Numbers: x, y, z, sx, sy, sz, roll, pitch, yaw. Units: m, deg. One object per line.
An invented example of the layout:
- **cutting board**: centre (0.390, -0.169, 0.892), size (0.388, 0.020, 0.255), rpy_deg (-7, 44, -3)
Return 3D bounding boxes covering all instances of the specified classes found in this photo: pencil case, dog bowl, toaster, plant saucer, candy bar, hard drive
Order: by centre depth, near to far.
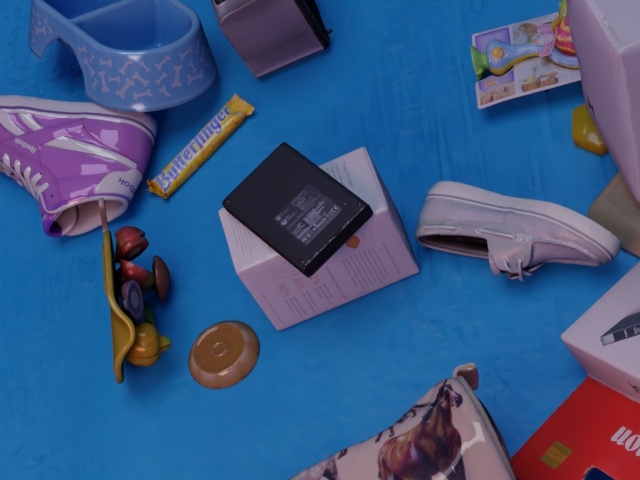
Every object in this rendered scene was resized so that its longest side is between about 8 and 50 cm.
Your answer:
- **pencil case**: centre (0.001, 0.278, 1.404), size (0.410, 0.160, 0.183), rpy_deg (-30, 67, 2)
- **hard drive**: centre (-0.025, -0.034, 1.538), size (0.094, 0.022, 0.135), rpy_deg (-45, 55, -9)
- **plant saucer**: centre (-0.107, 0.120, 1.641), size (0.083, 0.015, 0.083), rpy_deg (-11, 55, 15)
- **candy bar**: centre (-0.144, -0.110, 1.804), size (0.161, 0.018, 0.040), rpy_deg (-46, 54, -12)
- **toaster**: centre (-0.072, -0.305, 1.814), size (0.110, 0.186, 0.168), rpy_deg (-25, 61, 9)
- **dog bowl**: centre (-0.249, -0.259, 1.863), size (0.166, 0.074, 0.297), rpy_deg (-26, 42, -27)

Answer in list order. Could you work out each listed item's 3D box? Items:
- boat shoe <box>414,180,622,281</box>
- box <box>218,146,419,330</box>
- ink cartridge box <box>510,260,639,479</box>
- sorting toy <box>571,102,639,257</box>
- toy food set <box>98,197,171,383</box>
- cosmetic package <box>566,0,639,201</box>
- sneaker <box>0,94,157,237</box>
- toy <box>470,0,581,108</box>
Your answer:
- **boat shoe**: centre (0.198, 0.003, 1.563), size (0.227, 0.079, 0.081), rpy_deg (15, 72, 36)
- **box**: centre (0.000, 0.000, 1.604), size (0.170, 0.130, 0.091), rpy_deg (-23, 53, 6)
- **ink cartridge box**: centre (0.309, 0.142, 1.347), size (0.261, 0.066, 0.296), rpy_deg (-43, 25, -9)
- **sorting toy**: centre (0.379, -0.082, 1.560), size (0.307, 0.041, 0.229), rpy_deg (30, 73, 34)
- **toy food set**: centre (-0.199, 0.054, 1.664), size (0.071, 0.128, 0.218), rpy_deg (-6, 49, -6)
- **cosmetic package**: centre (0.480, -0.235, 1.473), size (0.453, 0.230, 0.161), rpy_deg (-21, 50, 2)
- **sneaker**: centre (-0.345, -0.084, 1.820), size (0.282, 0.102, 0.161), rpy_deg (1, 62, 23)
- **toy**: centre (0.277, -0.233, 1.678), size (0.237, 0.056, 0.137), rpy_deg (-17, 42, 17)
